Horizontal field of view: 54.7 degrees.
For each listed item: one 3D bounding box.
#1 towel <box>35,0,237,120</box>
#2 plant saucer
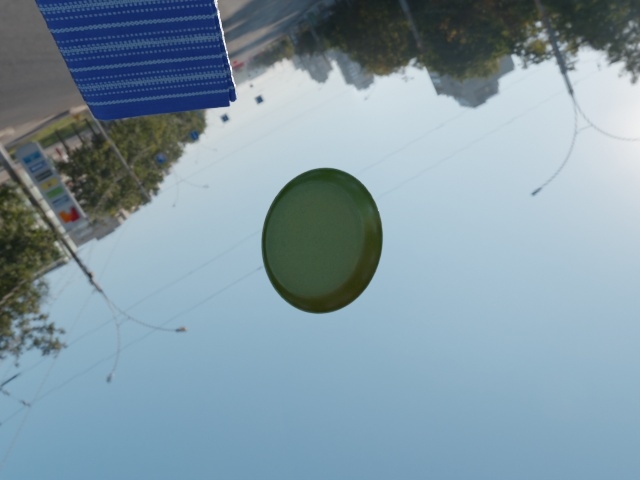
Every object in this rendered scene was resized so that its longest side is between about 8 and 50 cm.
[{"bbox_3d":[-0.263,-0.307,0.901,0.243,0.336,0.040,-8,-122,-3],"label":"towel"},{"bbox_3d":[0.000,0.000,1.028,0.241,0.241,0.037,-37,-157,-26],"label":"plant saucer"}]
